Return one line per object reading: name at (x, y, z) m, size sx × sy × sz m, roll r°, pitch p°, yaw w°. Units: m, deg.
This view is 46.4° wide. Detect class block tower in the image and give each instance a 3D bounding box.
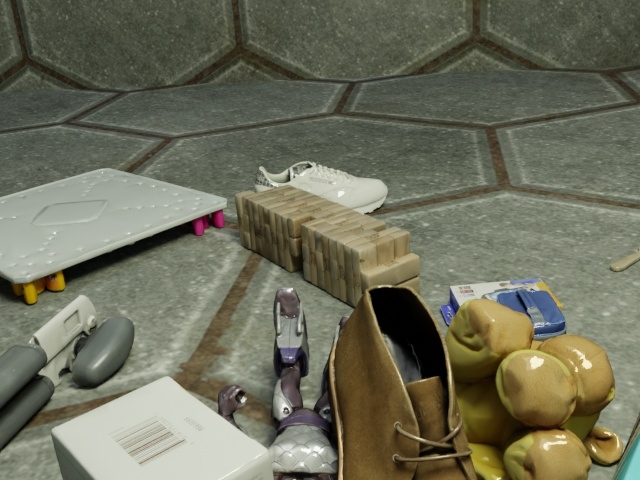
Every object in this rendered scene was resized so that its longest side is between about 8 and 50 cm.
block tower at (0.000, 0.000, 1.084) m, size 0.097 × 0.090 × 0.336 m, roll -18°, pitch 26°, yaw -32°

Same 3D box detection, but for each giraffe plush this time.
giraffe plush at (0.186, 0.143, 0.655) m, size 0.171 × 0.181 × 0.210 m, roll -4°, pitch -15°, yaw -27°

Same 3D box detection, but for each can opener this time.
can opener at (-0.294, 0.149, 0.791) m, size 0.095 × 0.075 × 0.283 m, roll 1°, pitch 24°, yaw 15°

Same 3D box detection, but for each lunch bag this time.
lunch bag at (0.236, 0.093, 0.843) m, size 0.067 × 0.065 × 0.098 m, roll -4°, pitch 23°, yaw 0°

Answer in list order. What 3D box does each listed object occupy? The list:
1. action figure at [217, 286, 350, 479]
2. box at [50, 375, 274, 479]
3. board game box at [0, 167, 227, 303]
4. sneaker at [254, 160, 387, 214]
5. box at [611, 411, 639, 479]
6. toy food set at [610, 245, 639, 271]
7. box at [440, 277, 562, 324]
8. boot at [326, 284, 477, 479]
action figure at (-0.014, 0.160, 0.684) m, size 0.186 × 0.099 × 0.285 m, roll 10°, pitch 27°, yaw -2°
box at (-0.095, 0.201, 0.498) m, size 0.091 × 0.170 × 0.130 m, roll -23°, pitch 28°, yaw -35°
board game box at (-0.424, -0.027, 1.280) m, size 0.390 × 0.050 × 0.390 m, roll 15°, pitch 29°, yaw 40°
sneaker at (0.004, -0.091, 1.304) m, size 0.235 × 0.094 × 0.090 m, roll -7°, pitch 21°, yaw -11°
box at (0.271, 0.172, 0.583) m, size 0.060 × 0.100 × 0.244 m, roll 27°, pitch 34°, yaw 23°
toy food set at (0.495, 0.030, 0.987) m, size 0.133 × 0.038 × 0.192 m, roll -21°, pitch 27°, yaw -35°
box at (0.221, 0.080, 0.931) m, size 0.136 × 0.028 × 0.081 m, roll -3°, pitch 22°, yaw -3°
boot at (0.067, 0.164, 0.538) m, size 0.113 × 0.115 × 0.305 m, roll -3°, pitch 47°, yaw -14°
